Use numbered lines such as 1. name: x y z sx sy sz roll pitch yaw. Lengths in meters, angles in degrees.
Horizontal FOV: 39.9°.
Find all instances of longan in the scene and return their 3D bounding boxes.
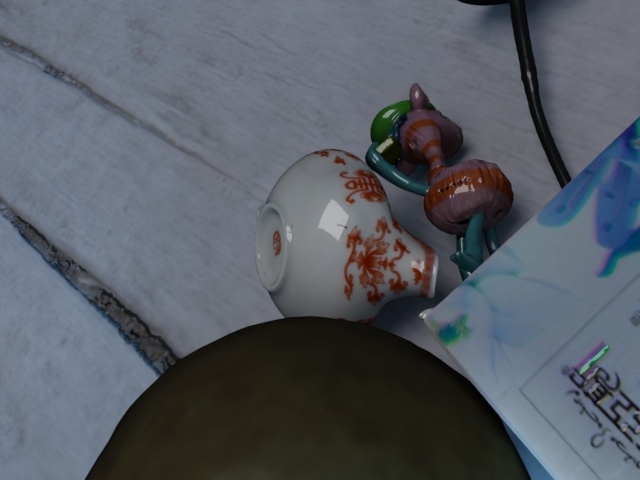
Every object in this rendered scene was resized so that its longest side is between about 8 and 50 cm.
1. longan: -0.008 0.187 0.546 0.297 0.297 0.297 -18 53 27

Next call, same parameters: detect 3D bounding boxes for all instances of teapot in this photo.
1. teapot: 0.000 0.000 0.752 0.116 0.159 0.245 -11 26 -17

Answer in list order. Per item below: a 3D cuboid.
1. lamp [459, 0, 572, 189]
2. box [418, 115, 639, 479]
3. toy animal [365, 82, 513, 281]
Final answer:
1. lamp: 0.171 -0.114 0.708 0.130 0.108 0.371 -15 55 26
2. box: 0.223 0.080 0.496 0.203 0.116 0.274 -44 46 6
3. toy animal: 0.094 -0.045 0.730 0.100 0.103 0.208 110 149 -46
